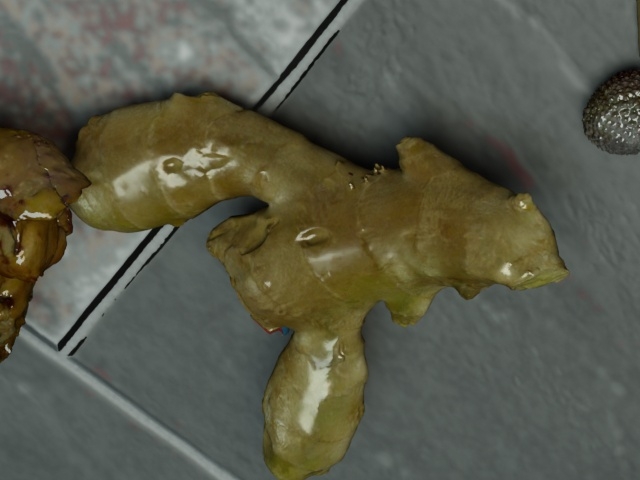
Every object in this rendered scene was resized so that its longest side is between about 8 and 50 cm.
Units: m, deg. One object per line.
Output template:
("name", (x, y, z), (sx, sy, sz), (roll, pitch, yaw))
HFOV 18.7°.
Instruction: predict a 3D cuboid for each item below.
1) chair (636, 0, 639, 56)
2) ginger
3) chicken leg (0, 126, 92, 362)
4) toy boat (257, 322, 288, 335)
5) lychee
("chair", (0.286, -0.239, 1.502), (0.095, 0.104, 0.221), (-27, 118, -16))
("ginger", (-0.002, -0.015, 1.612), (0.348, 0.122, 0.363), (-35, 86, 24))
("chicken leg", (-0.312, -0.072, 1.618), (0.295, 0.182, 0.409), (-6, 100, 44))
("toy boat", (-0.013, 0.020, 1.708), (0.149, 0.034, 0.105), (-24, 113, 32))
("lychee", (0.253, -0.104, 1.584), (0.083, 0.068, 0.067), (-22, 69, 21))
